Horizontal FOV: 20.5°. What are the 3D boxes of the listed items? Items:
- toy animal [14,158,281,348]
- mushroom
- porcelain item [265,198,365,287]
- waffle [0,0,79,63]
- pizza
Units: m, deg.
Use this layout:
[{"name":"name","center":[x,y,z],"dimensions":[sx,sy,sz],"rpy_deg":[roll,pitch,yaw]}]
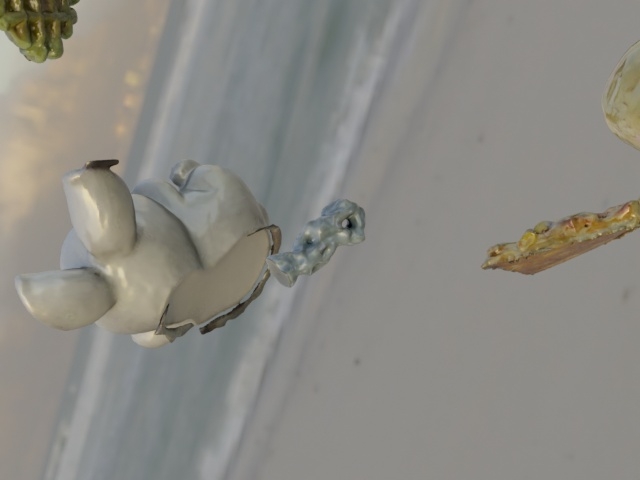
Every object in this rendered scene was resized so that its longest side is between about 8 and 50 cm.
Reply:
[{"name":"toy animal","center":[-0.171,0.011,1.842],"dimensions":[0.208,0.154,0.325],"rpy_deg":[-66,-25,5]},{"name":"mushroom","center":[0.289,-0.107,1.351],"dimensions":[0.148,0.148,0.112],"rpy_deg":[-84,-20,-54]},{"name":"porcelain item","center":[0.000,0.000,1.273],"dimensions":[0.083,0.036,0.028],"rpy_deg":[-36,6,-19]},{"name":"waffle","center":[-0.291,-0.270,1.731],"dimensions":[0.183,0.036,0.169],"rpy_deg":[51,-141,-49]},{"name":"pizza","center":[0.217,0.004,1.739],"dimensions":[0.184,0.176,0.036],"rpy_deg":[-36,68,63]}]
